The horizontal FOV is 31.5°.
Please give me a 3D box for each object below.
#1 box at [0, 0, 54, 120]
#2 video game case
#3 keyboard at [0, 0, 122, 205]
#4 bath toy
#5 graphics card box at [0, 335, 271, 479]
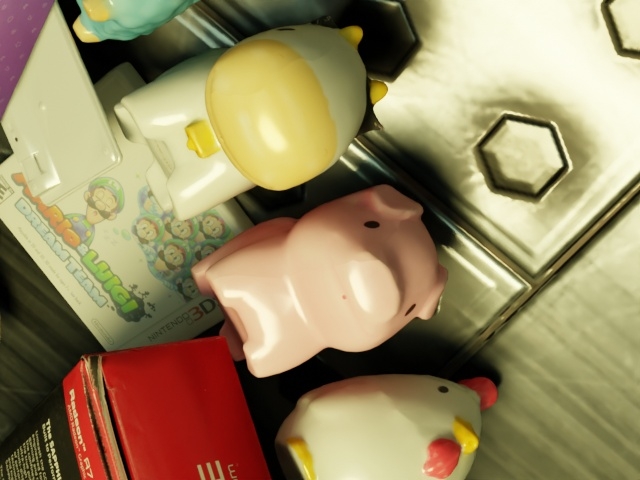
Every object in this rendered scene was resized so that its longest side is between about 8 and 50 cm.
[{"bbox_3d":[-0.204,-0.201,0.569,0.201,0.057,0.293,43,120,17],"label":"box"},{"bbox_3d":[-0.117,-0.007,0.691,0.143,0.019,0.157,-32,99,32],"label":"video game case"},{"bbox_3d":[-0.178,-0.146,0.610,0.072,0.014,0.256,-24,89,34],"label":"keyboard"},{"bbox_3d":[0.000,0.000,0.589,0.129,0.151,0.348,-26,105,-15],"label":"bath toy"},{"bbox_3d":[-0.135,0.231,0.664,0.371,0.094,0.233,-41,63,47],"label":"graphics card box"}]
